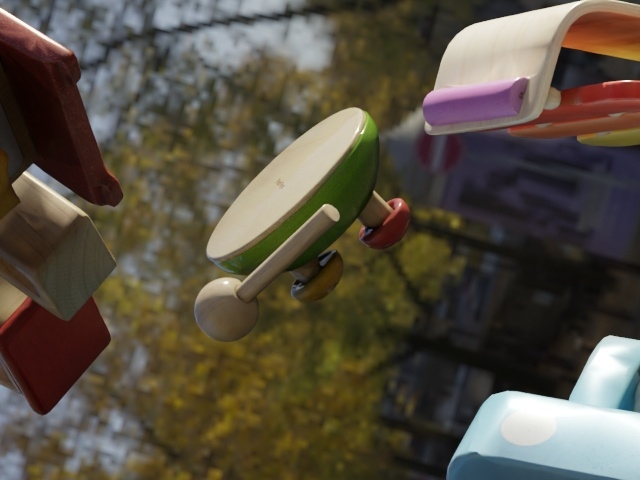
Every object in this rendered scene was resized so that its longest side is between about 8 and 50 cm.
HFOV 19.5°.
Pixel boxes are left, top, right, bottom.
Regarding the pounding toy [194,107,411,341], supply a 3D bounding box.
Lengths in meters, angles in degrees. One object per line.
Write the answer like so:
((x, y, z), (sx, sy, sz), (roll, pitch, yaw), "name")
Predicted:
((0.000, 0.000, 1.575), (0.183, 0.110, 0.237), (-36, 17, 27), "pounding toy")

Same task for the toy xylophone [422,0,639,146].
((0.234, -0.096, 1.185), (0.236, 0.322, 0.081), (174, 100, -66), "toy xylophone")

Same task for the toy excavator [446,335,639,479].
((0.191, 0.102, 0.967), (0.445, 0.222, 0.433), (-55, -37, -46), "toy excavator")

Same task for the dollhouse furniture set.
((-0.198, 0.039, 0.915), (0.201, 0.152, 0.374), (-49, -24, -18), "dollhouse furniture set")
